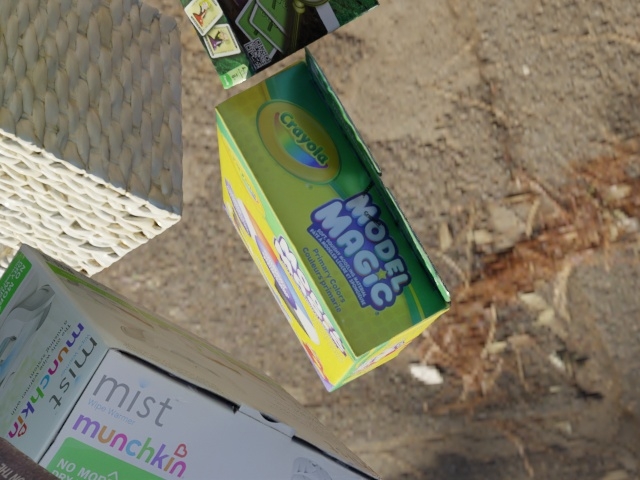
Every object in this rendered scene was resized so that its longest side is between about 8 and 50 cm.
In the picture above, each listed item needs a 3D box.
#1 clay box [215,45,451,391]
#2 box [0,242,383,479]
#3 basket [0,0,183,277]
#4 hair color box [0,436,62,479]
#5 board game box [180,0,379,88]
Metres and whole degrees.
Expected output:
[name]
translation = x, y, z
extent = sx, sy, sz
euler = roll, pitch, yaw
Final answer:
[clay box]
translation = 0.000, 0.000, 0.613
extent = 0.053, 0.127, 0.222
euler = -29, 171, -7
[box]
translation = -0.114, 0.137, 0.935
extent = 0.262, 0.231, 0.127
euler = 33, 90, -33
[basket]
translation = -0.361, -0.151, 1.519
extent = 0.266, 0.331, 0.328
euler = -26, 142, 34
[hair color box]
translation = -0.167, 0.198, 0.275
extent = 0.174, 0.347, 0.105
euler = 23, 140, 37
[board game box]
translation = -0.066, -0.221, 0.679
extent = 0.030, 0.136, 0.259
euler = -21, 102, 37
